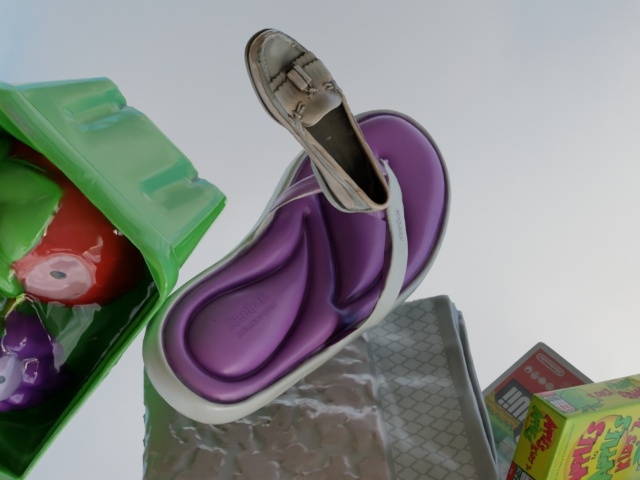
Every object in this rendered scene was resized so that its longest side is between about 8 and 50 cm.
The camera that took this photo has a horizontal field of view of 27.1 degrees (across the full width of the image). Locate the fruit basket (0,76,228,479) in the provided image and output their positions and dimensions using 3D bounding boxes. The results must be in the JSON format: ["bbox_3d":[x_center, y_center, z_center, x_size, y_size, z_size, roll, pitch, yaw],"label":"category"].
[{"bbox_3d":[-0.310,0.047,1.137,0.392,0.392,0.283,-45,-96,0],"label":"fruit basket"}]

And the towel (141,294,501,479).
[{"bbox_3d":[-0.004,0.165,1.205,0.317,0.053,0.331,-3,-144,-4],"label":"towel"}]

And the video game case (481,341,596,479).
[{"bbox_3d":[0.208,0.248,1.353,0.285,0.025,0.204,-37,-120,-25],"label":"video game case"}]

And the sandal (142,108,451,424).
[{"bbox_3d":[0.012,0.010,1.188,0.416,0.169,0.102,-49,-178,-38],"label":"sandal"}]

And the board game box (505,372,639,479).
[{"bbox_3d":[0.252,0.173,1.175,0.043,0.181,0.092,37,-58,44],"label":"board game box"}]

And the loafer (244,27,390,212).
[{"bbox_3d":[0.003,-0.069,0.762,0.045,0.125,0.039,-41,-155,-19],"label":"loafer"}]
